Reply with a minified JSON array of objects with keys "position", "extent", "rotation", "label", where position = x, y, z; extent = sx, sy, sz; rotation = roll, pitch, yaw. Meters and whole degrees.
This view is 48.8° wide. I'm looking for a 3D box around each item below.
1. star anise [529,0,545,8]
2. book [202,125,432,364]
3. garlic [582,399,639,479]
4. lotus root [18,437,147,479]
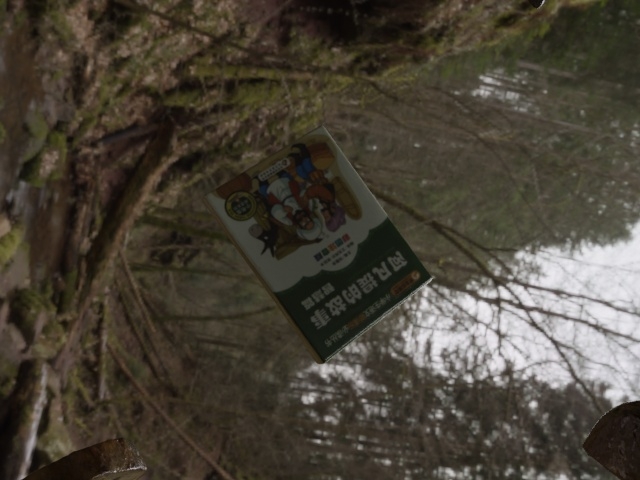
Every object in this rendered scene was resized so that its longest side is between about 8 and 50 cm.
[{"position":[0.101,-0.223,0.336],"extent":[0.089,0.209,0.231],"rotation":[-51,156,-26],"label":"star anise"},{"position":[0.000,0.000,0.939],"extent":[0.202,0.264,0.027],"rotation":[-34,177,-24],"label":"book"},{"position":[0.371,0.230,0.758],"extent":[0.101,0.087,0.195],"rotation":[-60,-162,0],"label":"garlic"},{"position":[-0.394,0.389,1.147],"extent":[0.170,0.260,0.074],"rotation":[-37,-110,25],"label":"lotus root"}]
